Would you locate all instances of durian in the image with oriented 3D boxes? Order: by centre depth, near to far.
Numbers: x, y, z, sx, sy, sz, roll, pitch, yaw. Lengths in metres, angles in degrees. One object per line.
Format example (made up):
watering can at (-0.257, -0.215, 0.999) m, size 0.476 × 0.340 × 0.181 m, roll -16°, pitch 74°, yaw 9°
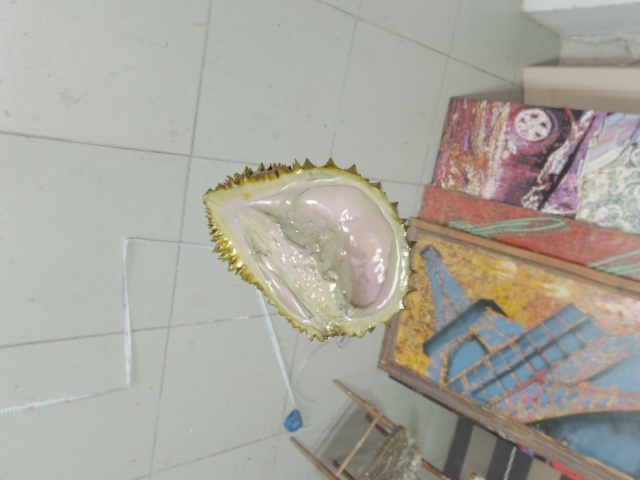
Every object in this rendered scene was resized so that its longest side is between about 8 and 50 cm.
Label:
durian at (-0.005, 0.003, 0.569) m, size 0.250 × 0.138 × 0.183 m, roll 45°, pitch 85°, yaw -9°
